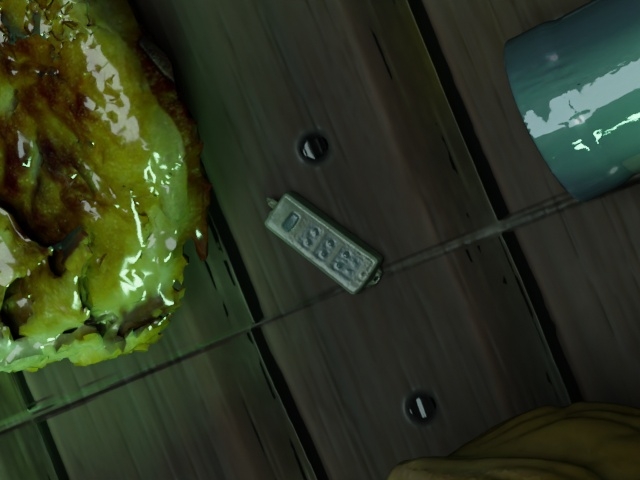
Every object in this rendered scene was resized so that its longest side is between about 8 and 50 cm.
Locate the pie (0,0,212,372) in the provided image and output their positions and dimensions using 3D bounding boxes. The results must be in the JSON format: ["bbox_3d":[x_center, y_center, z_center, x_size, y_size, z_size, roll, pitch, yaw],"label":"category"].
[{"bbox_3d":[-0.202,-0.048,1.200,0.308,0.085,0.308,3,99,19],"label":"pie"}]

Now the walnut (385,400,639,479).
[{"bbox_3d":[0.146,0.240,1.002,0.333,0.333,0.333,3,98,19],"label":"walnut"}]

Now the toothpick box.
[{"bbox_3d":[0.187,-0.097,1.047,0.153,0.101,0.101,-26,88,22],"label":"toothpick box"}]

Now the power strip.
[{"bbox_3d":[0.000,0.000,1.171,0.083,0.017,0.027,36,106,10],"label":"power strip"}]
